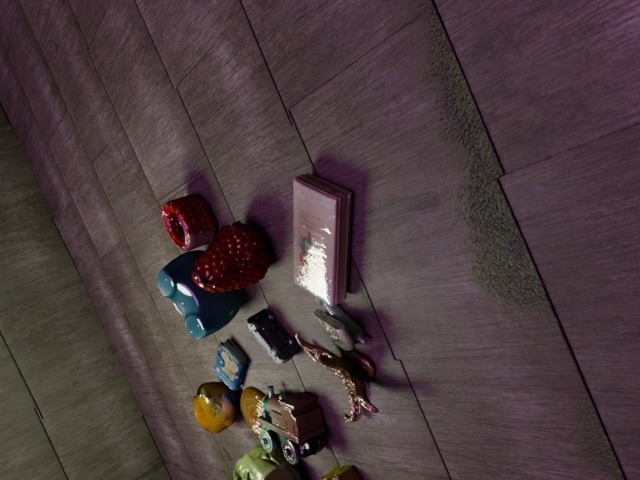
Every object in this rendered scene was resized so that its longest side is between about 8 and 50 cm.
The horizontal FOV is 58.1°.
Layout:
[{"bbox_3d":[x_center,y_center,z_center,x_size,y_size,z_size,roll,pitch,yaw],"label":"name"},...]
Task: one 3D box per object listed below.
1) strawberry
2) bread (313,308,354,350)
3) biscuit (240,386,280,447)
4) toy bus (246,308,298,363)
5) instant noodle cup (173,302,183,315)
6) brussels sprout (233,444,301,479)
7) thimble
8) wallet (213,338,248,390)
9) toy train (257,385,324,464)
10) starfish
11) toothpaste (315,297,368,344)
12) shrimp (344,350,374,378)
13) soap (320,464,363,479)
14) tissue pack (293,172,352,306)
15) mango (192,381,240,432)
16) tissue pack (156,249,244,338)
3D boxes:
[{"bbox_3d":[-0.279,0.067,1.757,0.205,0.244,0.205,28,133,35],"label":"strawberry"},{"bbox_3d":[0.043,0.263,1.612,0.112,0.036,0.193,59,165,-20],"label":"bread"},{"bbox_3d":[-0.232,0.691,2.239,0.262,0.037,0.262,29,132,39],"label":"biscuit"},{"bbox_3d":[-0.158,0.323,1.896,0.194,0.087,0.089,46,147,23],"label":"toy bus"},{"bbox_3d":[-0.469,0.211,2.159,0.151,0.122,0.151,16,121,28],"label":"instant noodle cup"},{"bbox_3d":[-0.201,0.940,2.175,0.328,0.247,0.328,30,138,31],"label":"brussels sprout"},{"bbox_3d":[-0.453,-0.063,1.998,0.189,0.125,0.163,55,140,13],"label":"thimble"},{"bbox_3d":[-0.349,0.481,2.243,0.141,0.059,0.202,40,139,20],"label":"wallet"},{"bbox_3d":[-0.110,0.621,1.973,0.304,0.150,0.221,-1,99,53],"label":"toy train"},{"bbox_3d":[0.056,0.395,1.652,0.327,0.094,0.375,61,163,-20],"label":"starfish"},{"bbox_3d":[0.054,0.215,1.610,0.218,0.041,0.064,41,148,33],"label":"toothpaste"},{"bbox_3d":[0.109,0.354,1.635,0.114,0.023,0.083,23,132,43],"label":"shrimp"},{"bbox_3d":[0.077,0.852,1.914,0.160,0.080,0.257,24,127,40],"label":"soap"},{"bbox_3d":[0.000,0.000,1.521,0.170,0.071,0.325,31,133,39],"label":"tissue pack"},{"bbox_3d":[-0.429,0.687,2.380,0.201,0.153,0.287,55,142,18],"label":"mango"},{"bbox_3d":[-0.410,0.178,2.004,0.287,0.206,0.198,54,144,5],"label":"tissue pack"}]
